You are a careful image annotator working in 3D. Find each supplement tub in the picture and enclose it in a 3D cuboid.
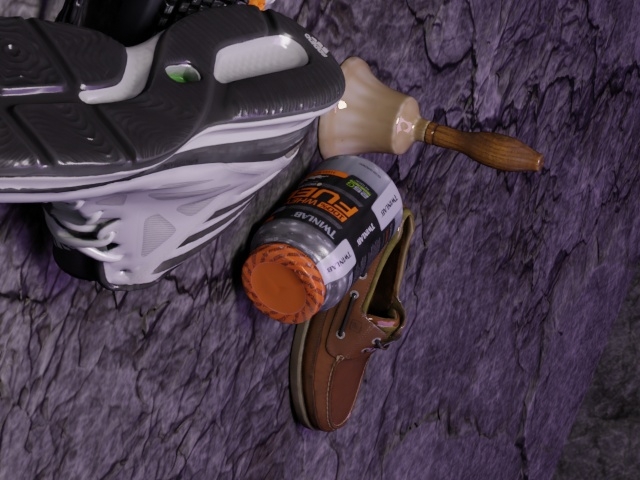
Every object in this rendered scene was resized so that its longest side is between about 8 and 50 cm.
[{"bbox_3d":[0.000,0.000,2.102,0.190,0.117,0.117,-50,147,-46],"label":"supplement tub"}]

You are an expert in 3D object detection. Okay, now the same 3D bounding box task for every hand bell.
[{"bbox_3d":[0.132,-0.117,2.167,0.126,0.242,0.126,-45,144,-48],"label":"hand bell"}]

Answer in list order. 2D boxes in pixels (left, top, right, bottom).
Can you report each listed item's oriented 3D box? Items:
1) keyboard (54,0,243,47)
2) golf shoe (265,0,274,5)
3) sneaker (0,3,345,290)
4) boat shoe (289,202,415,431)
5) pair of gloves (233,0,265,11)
[{"bbox_3d":[-0.127,-0.212,1.618,0.201,0.033,0.317,1,127,-44],"label":"keyboard"},{"bbox_3d":[-0.080,-0.248,1.785,0.306,0.115,0.140,-19,131,-53],"label":"golf shoe"},{"bbox_3d":[-0.194,-0.037,1.560,0.447,0.169,0.257,-11,143,-43],"label":"sneaker"},{"bbox_3d":[0.040,0.092,2.269,0.111,0.104,0.307,-35,136,-57],"label":"boat shoe"},{"bbox_3d":[-0.074,-0.180,1.690,0.083,0.010,0.074,-50,165,-8],"label":"pair of gloves"}]
